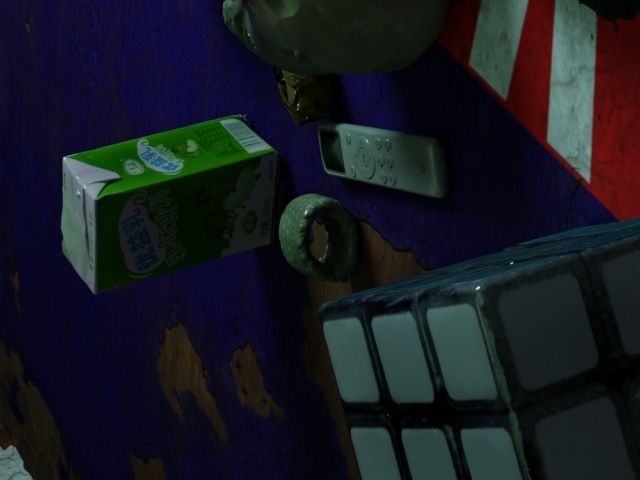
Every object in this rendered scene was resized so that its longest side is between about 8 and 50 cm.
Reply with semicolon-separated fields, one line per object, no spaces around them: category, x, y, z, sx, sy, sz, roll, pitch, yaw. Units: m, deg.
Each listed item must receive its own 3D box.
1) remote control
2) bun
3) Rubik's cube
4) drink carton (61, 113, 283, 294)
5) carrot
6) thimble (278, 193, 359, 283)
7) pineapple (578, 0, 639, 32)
remote control;0.064;-0.093;1.903;0.261;0.029;0.067;17;118;60
bun;0.000;-0.285;1.728;0.281;0.205;0.281;41;140;47
Rubik's cube;0.219;0.150;1.425;0.301;0.305;0.303;-13;94;63
drink carton;-0.190;-0.048;2.155;0.108;0.271;0.161;48;143;42
carrot;-0.037;-0.250;1.983;0.069;0.069;0.228;-23;82;64
thimble;0.000;0.000;2.020;0.062;0.084;0.110;20;134;61
pineapple;0.139;-0.311;1.476;0.362;0.202;0.202;48;145;25
